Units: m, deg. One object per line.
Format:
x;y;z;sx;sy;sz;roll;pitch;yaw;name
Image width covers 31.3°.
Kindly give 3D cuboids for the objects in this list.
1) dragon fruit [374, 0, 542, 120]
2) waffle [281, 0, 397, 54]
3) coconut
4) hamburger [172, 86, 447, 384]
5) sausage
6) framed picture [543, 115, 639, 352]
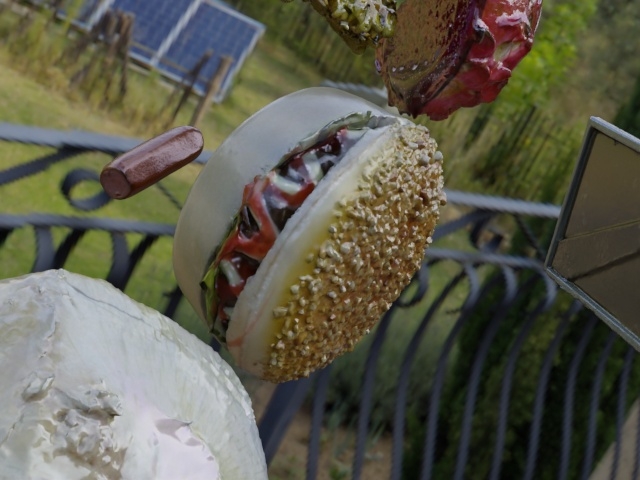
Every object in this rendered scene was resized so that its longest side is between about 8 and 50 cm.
0.170;-0.233;1.298;0.189;0.262;0.163;-22;85;-26;dragon fruit
-0.001;-0.281;1.223;0.193;0.070;0.197;39;23;-21;waffle
-0.170;0.166;0.699;0.255;0.297;0.297;-14;-11;39;coconut
0.000;0.000;1.085;0.170;0.302;0.302;38;22;26;hamburger
-0.164;-0.081;1.140;0.131;0.039;0.041;-38;104;-47;sausage
0.383;-0.004;1.424;0.024;0.232;0.315;7;19;-20;framed picture
